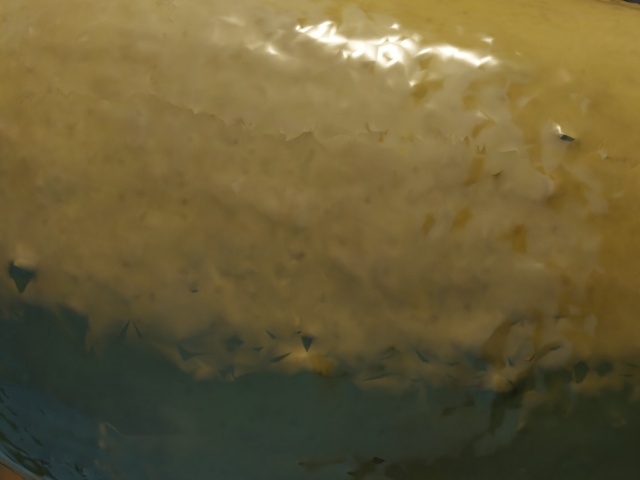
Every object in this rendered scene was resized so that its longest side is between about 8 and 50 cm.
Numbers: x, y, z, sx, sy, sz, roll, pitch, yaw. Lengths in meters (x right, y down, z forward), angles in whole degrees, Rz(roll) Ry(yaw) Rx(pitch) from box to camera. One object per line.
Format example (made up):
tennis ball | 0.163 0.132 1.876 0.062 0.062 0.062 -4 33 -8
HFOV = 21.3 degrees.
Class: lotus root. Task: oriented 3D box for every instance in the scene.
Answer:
lotus root | -0.001 0.003 0.409 0.131 0.303 0.146 -31 -53 -74
